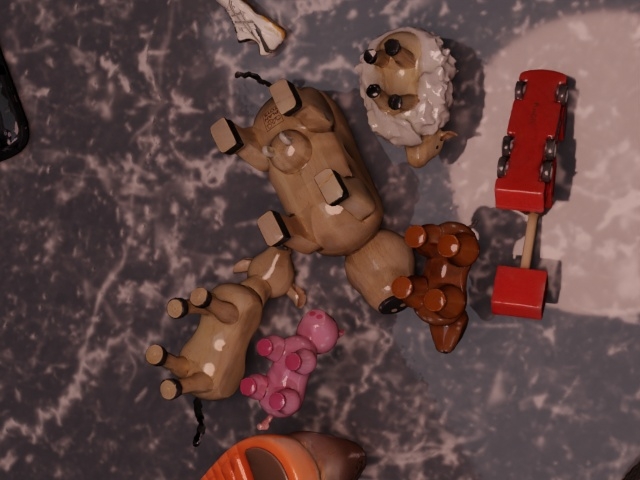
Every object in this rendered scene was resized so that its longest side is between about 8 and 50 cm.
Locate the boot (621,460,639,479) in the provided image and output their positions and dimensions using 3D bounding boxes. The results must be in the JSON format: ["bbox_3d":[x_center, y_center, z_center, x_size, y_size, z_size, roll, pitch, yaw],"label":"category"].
[{"bbox_3d":[0.350,0.241,1.277,0.161,0.083,0.246,27,102,6],"label":"boot"}]

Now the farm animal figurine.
[{"bbox_3d":[0.000,0.000,1.320,0.330,0.172,0.326,-15,78,24],"label":"farm animal figurine"}]

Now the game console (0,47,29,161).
[{"bbox_3d":[-0.412,-0.240,1.471,0.213,0.044,0.361,-21,88,18],"label":"game console"}]

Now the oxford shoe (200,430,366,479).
[{"bbox_3d":[-0.093,0.299,1.382,0.364,0.133,0.130,-39,68,35],"label":"oxford shoe"}]

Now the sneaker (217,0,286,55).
[{"bbox_3d":[-0.075,-0.210,1.383,0.083,0.032,0.037,39,103,10],"label":"sneaker"}]

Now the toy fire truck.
[{"bbox_3d":[0.188,-0.042,1.288,0.047,0.135,0.192,6,57,15],"label":"toy fire truck"}]
